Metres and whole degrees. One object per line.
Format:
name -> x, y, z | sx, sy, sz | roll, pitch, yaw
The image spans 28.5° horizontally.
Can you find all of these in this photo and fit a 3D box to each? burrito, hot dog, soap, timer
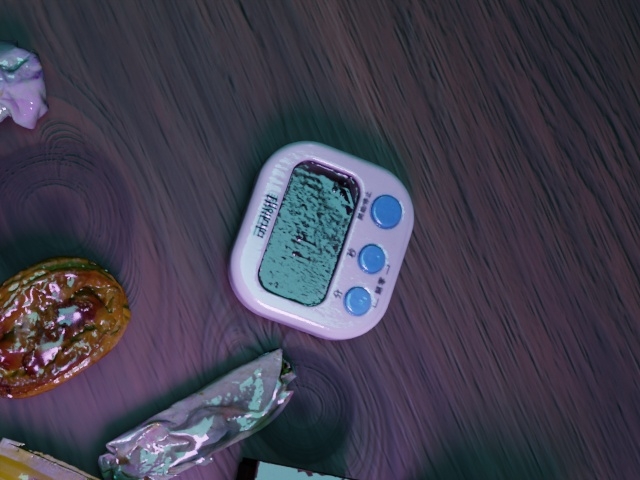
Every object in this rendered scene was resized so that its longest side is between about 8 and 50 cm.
burrito -> -0.162, 0.254, 1.733 | 0.309, 0.066, 0.096 | -30, 93, -15
hot dog -> -0.368, 0.116, 1.692 | 0.227, 0.099, 0.160 | -39, 92, -11
burrito -> -0.491, -0.212, 1.712 | 0.229, 0.089, 0.144 | -8, 89, -10
soap -> -0.338, 0.362, 1.632 | 0.233, 0.076, 0.135 | 21, 72, 13
timer -> 0.000, 0.000, 1.790 | 0.237, 0.087, 0.262 | 21, 79, -10

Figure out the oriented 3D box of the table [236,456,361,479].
table -> -0.040, 0.386, 1.678 | 0.172, 0.193, 0.169 | 13, 81, -10
